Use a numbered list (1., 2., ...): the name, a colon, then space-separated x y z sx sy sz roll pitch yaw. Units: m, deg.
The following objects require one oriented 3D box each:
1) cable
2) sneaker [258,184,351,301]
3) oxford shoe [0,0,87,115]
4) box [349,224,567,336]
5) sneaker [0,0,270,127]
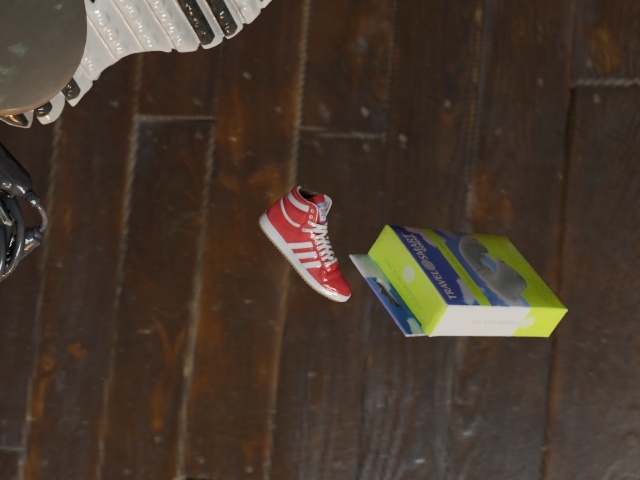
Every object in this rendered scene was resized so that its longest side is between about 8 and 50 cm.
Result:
1. cable: -0.300 -0.031 0.960 0.184 0.047 0.150 43 105 11
2. sneaker: 0.000 0.000 1.214 0.118 0.042 0.067 46 113 4
3. oxford shoe: -0.147 -0.115 0.393 0.076 0.076 0.212 -39 80 -18
4. box: 0.124 0.037 1.115 0.109 0.178 0.042 55 126 37
5. sneaker: -0.172 -0.211 1.093 0.292 0.110 0.118 -24 42 -3
